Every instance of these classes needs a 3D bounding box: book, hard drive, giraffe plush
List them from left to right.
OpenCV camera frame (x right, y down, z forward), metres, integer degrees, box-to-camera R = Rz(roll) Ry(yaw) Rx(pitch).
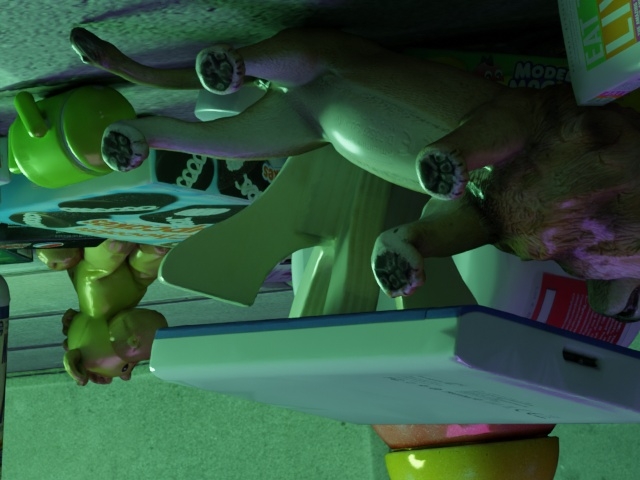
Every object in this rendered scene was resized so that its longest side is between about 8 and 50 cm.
[{"bbox_3d":[-0.221,0.064,1.912,0.181,0.170,0.210,2,169,-40],"label":"giraffe plush"},{"bbox_3d":[0.060,0.089,1.230,0.210,0.040,0.319,17,165,-36],"label":"hard drive"},{"bbox_3d":[0.180,-0.138,1.029,0.035,0.096,0.144,-2,171,-18],"label":"book"}]

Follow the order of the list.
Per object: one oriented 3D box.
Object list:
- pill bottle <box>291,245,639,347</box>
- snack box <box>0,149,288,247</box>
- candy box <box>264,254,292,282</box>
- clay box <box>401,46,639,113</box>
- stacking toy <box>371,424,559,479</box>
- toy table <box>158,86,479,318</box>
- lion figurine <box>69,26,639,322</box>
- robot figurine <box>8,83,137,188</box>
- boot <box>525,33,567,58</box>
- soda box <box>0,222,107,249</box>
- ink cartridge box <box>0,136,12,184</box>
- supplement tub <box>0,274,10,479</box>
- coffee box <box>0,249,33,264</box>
[{"bbox_3d":[0.164,0.034,1.730,0.229,0.229,0.408,-9,170,29],"label":"pill bottle"},{"bbox_3d":[-0.137,-0.044,1.605,0.187,0.060,0.322,-9,171,28],"label":"snack box"},{"bbox_3d":[0.000,0.000,1.946,0.233,0.071,0.159,-3,172,-15],"label":"candy box"},{"bbox_3d":[0.177,-0.090,1.283,0.222,0.053,0.127,7,172,31],"label":"clay box"},{"bbox_3d":[0.176,0.226,2.180,0.351,0.479,0.350,-5,171,-1],"label":"stacking toy"},{"bbox_3d":[0.027,-0.010,1.340,0.274,0.160,0.252,14,174,4],"label":"toy table"},{"bbox_3d":[0.053,-0.071,1.165,0.392,0.142,0.240,32,-148,24],"label":"lion figurine"},{"bbox_3d":[-0.180,-0.076,1.337,0.115,0.067,0.101,-13,160,42],"label":"robot figurine"},{"bbox_3d":[0.205,-0.127,1.339,0.106,0.037,0.114,-4,167,7],"label":"boot"},{"bbox_3d":[-0.286,-0.020,1.701,0.169,0.053,0.060,-1,172,-20],"label":"soda box"},{"bbox_3d":[-0.358,-0.058,1.444,0.145,0.045,0.179,-12,171,38],"label":"ink cartridge box"},{"bbox_3d":[-0.461,0.190,1.981,0.235,0.324,0.235,3,-178,0],"label":"supplement tub"},{"bbox_3d":[-0.365,-0.002,1.820,0.113,0.040,0.184,-5,172,8],"label":"coffee box"}]
